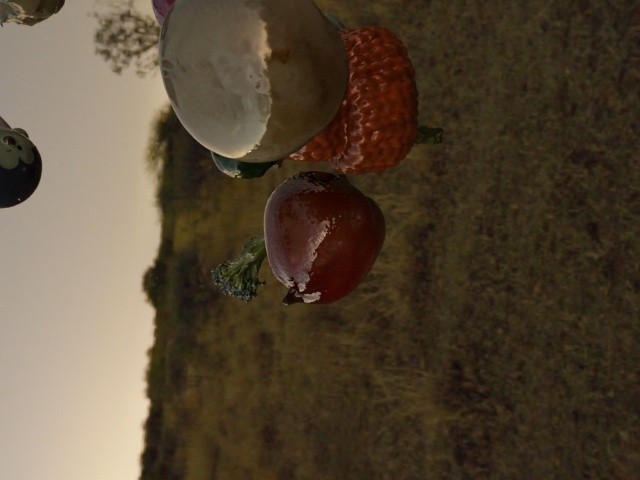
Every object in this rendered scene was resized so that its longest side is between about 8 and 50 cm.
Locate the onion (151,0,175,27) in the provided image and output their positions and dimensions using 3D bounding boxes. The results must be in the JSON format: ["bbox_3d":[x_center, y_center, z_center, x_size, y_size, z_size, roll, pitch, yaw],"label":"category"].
[{"bbox_3d":[-0.195,-0.511,1.378,0.358,0.344,0.358,-172,90,-76],"label":"onion"}]

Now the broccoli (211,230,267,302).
[{"bbox_3d":[-0.203,0.050,2.307,0.304,0.165,0.145,-52,1,-5],"label":"broccoli"}]

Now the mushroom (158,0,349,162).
[{"bbox_3d":[-0.086,-0.282,1.123,0.290,0.292,0.292,-67,-7,-48],"label":"mushroom"}]

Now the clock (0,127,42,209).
[{"bbox_3d":[-0.618,-0.154,1.344,0.199,0.243,0.147,-31,-38,-43],"label":"clock"}]

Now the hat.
[{"bbox_3d":[-0.027,-0.254,1.428,0.285,0.400,0.285,170,90,-78],"label":"hat"}]

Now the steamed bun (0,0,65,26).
[{"bbox_3d":[-0.614,-0.593,1.501,0.320,0.206,0.275,49,154,27],"label":"steamed bun"}]

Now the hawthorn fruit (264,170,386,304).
[{"bbox_3d":[0.013,-0.010,1.707,0.295,0.295,0.311,-131,36,-75],"label":"hawthorn fruit"}]

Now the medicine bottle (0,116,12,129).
[{"bbox_3d":[-0.850,-0.135,1.586,0.395,0.242,0.242,-54,-3,-25],"label":"medicine bottle"}]

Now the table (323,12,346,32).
[{"bbox_3d":[-0.037,-0.460,1.855,0.126,0.220,0.126,48,170,12],"label":"table"}]

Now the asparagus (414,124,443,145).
[{"bbox_3d":[0.290,-0.335,2.374,0.080,0.287,0.080,174,90,-69],"label":"asparagus"}]
